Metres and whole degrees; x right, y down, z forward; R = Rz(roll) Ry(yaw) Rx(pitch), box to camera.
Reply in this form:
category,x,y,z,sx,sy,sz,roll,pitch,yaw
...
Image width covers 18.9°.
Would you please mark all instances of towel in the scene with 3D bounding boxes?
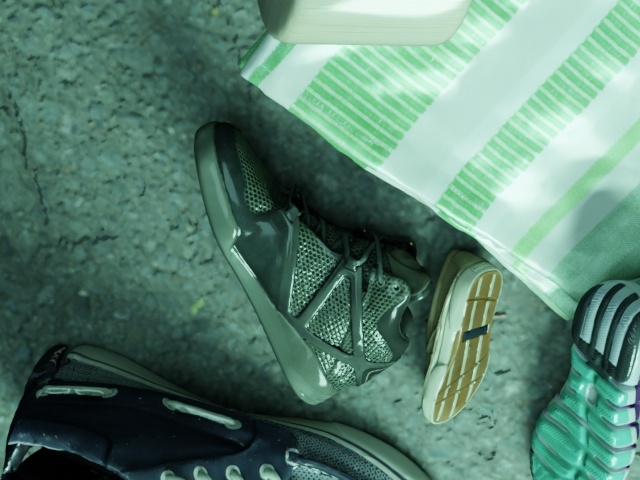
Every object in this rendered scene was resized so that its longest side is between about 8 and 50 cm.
category,x,y,z,sx,sy,sz,roll,pitch,yaw
towel,0.141,-0.107,1.305,0.325,0.038,0.248,35,112,-16

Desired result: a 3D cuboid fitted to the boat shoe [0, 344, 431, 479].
category,x,y,z,sx,sy,sz,roll,pitch,yaw
boat shoe,-0.079,0.193,1.423,0.341,0.158,0.127,17,112,5

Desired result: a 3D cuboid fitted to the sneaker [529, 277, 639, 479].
category,x,y,z,sx,sy,sz,roll,pitch,yaw
sneaker,0.222,0.114,1.386,0.083,0.098,0.223,47,141,33

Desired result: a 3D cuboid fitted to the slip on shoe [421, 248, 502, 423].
category,x,y,z,sx,sy,sz,roll,pitch,yaw
slip on shoe,0.096,0.070,1.412,0.041,0.051,0.135,37,129,40

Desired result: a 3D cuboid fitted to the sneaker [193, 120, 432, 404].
category,x,y,z,sx,sy,sz,roll,pitch,yaw
sneaker,0.000,0.000,1.382,0.130,0.087,0.227,-23,106,16

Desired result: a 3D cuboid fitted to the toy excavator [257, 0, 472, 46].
category,x,y,z,sx,sy,sz,roll,pitch,yaw
toy excavator,-0.032,-0.270,1.019,0.222,0.445,0.432,0,79,-12
